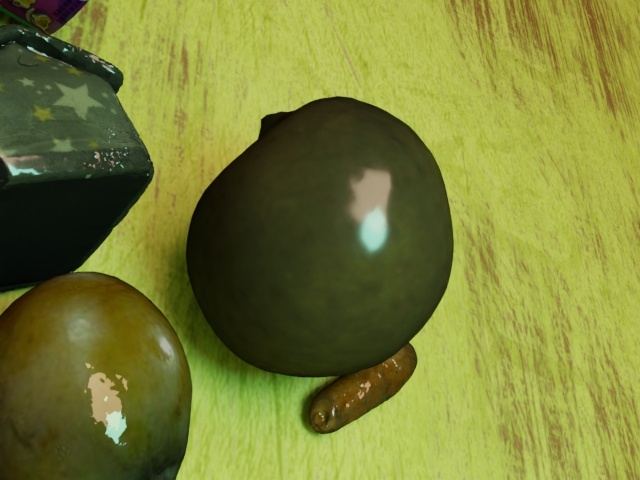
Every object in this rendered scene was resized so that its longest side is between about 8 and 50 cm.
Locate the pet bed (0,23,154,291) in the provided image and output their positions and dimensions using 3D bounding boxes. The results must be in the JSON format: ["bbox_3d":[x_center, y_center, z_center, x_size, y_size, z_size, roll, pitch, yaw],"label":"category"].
[{"bbox_3d":[-0.278,-0.067,0.813,0.183,0.211,0.159,-10,66,-45],"label":"pet bed"}]

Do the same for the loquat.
[{"bbox_3d":[-0.196,0.135,0.772,0.179,0.179,0.227,21,41,-31],"label":"loquat"}]

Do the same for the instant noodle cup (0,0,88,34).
[{"bbox_3d":[-0.310,-0.349,0.981,0.190,0.251,0.251,37,42,-30],"label":"instant noodle cup"}]

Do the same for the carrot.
[{"bbox_3d":[0.051,0.168,1.066,0.186,0.060,0.060,-31,85,-47],"label":"carrot"}]

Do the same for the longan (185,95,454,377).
[{"bbox_3d":[0.004,0.001,0.960,0.297,0.297,0.297,24,48,-29],"label":"longan"}]
